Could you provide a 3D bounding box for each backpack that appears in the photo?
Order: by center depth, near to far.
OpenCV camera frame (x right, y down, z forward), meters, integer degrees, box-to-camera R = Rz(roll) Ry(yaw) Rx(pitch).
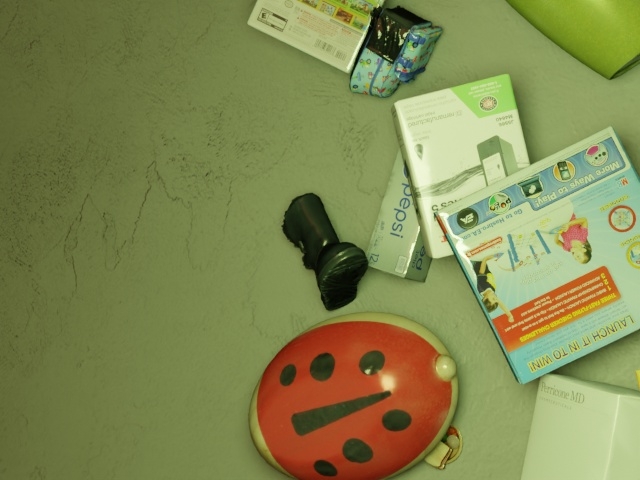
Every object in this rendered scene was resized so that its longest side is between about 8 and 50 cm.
[{"bbox_3d":[0.133,-0.339,1.796,0.117,0.158,0.173,31,112,12],"label":"backpack"}]

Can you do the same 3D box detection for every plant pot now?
[{"bbox_3d":[0.448,-0.423,1.581,0.275,0.275,0.293,-37,82,20],"label":"plant pot"}]

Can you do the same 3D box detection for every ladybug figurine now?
[{"bbox_3d":[0.039,0.292,1.707,0.449,0.162,0.305,-30,80,31],"label":"ladybug figurine"}]

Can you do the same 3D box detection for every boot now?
[{"bbox_3d":[0.000,0.000,1.780,0.094,0.246,0.207,-23,70,-11],"label":"boot"}]

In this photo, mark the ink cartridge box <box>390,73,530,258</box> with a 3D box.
[{"bbox_3d":[0.248,-0.122,1.633,0.198,0.115,0.273,-14,92,1],"label":"ink cartridge box"}]

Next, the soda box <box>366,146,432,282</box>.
[{"bbox_3d":[0.177,-0.073,1.754,0.091,0.098,0.286,18,91,31],"label":"soda box"}]

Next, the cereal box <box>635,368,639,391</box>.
[{"bbox_3d":[0.570,0.188,1.399,0.173,0.240,0.047,-17,78,26],"label":"cereal box"}]

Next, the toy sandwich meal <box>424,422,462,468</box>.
[{"bbox_3d":[0.211,0.360,1.705,0.085,0.029,0.086,-5,80,30],"label":"toy sandwich meal"}]

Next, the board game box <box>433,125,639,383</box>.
[{"bbox_3d":[0.382,0.023,1.521,0.308,0.086,0.302,-26,88,3],"label":"board game box"}]

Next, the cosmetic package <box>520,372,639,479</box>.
[{"bbox_3d":[0.414,0.409,1.456,0.217,0.156,0.385,180,100,-70],"label":"cosmetic package"}]

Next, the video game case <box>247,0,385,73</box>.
[{"bbox_3d":[0.002,-0.456,1.819,0.227,0.026,0.206,28,99,12],"label":"video game case"}]

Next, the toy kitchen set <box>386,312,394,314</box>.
[{"bbox_3d":[0.136,0.182,1.755,0.083,0.068,0.075,31,98,31],"label":"toy kitchen set"}]
